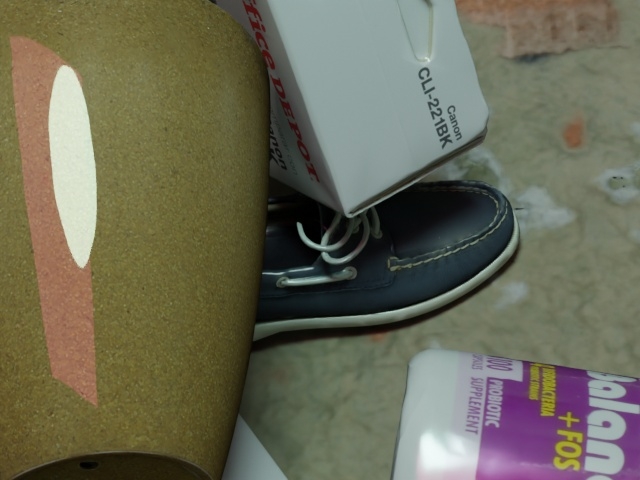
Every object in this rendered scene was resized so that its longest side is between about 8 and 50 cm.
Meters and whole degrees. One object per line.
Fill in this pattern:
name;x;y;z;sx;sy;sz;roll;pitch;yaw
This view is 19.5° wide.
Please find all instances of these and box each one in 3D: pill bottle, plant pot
pill bottle;0.183;0.157;0.957;0.302;0.169;0.169;8;54;2
plant pot;-0.127;0.029;1.003;0.237;0.237;0.254;-12;59;2

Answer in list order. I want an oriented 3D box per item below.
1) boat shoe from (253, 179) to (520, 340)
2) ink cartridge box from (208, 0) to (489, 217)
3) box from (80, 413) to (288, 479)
boat shoe;0.000;0.000;1.182;0.254;0.079;0.095;-10;44;2
ink cartridge box;-0.035;-0.153;1.171;0.114;0.197;0.273;-32;31;-20
box;-0.106;0.186;1.014;0.232;0.058;0.322;-11;44;-35
